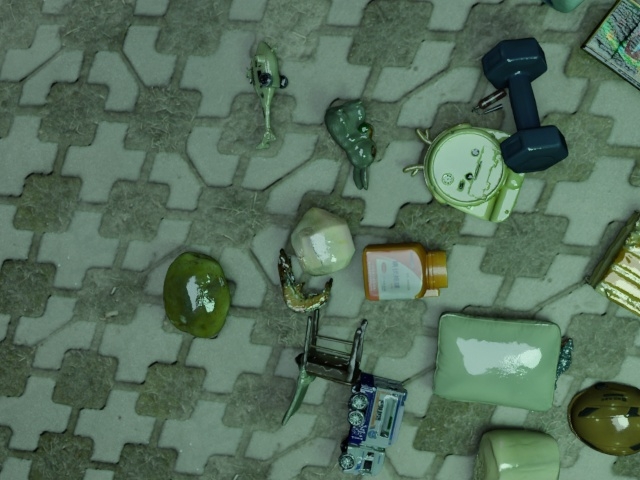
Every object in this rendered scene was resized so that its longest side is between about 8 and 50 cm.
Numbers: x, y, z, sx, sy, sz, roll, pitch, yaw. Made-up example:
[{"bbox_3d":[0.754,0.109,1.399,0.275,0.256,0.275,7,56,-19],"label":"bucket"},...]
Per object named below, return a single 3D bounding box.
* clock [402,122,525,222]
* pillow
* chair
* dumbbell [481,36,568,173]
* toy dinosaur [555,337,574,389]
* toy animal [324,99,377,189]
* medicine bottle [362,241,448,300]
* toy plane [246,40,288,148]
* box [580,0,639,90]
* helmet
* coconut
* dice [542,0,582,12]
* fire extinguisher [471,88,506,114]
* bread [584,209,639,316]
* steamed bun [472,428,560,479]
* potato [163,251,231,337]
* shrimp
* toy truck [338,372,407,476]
[{"bbox_3d":[0.378,-0.192,1.839,0.308,0.096,0.235,18,100,7],"label":"clock"},{"bbox_3d":[0.468,0.325,1.882,0.322,0.120,0.255,6,98,11],"label":"pillow"},{"bbox_3d":[0.014,0.368,1.945,0.186,0.160,0.319,12,96,9],"label":"chair"},{"bbox_3d":[0.499,-0.330,1.720,0.160,0.144,0.325,-7,73,2],"label":"dumbbell"},{"bbox_3d":[0.649,0.331,1.889,0.049,0.055,0.154,17,98,3],"label":"toy dinosaur"},{"bbox_3d":[0.095,-0.262,1.886,0.108,0.138,0.236,-37,119,-25],"label":"toy animal"},{"bbox_3d":[0.229,0.081,1.892,0.222,0.112,0.149,-3,97,10],"label":"medicine bottle"},{"bbox_3d":[-0.151,-0.395,1.906,0.108,0.092,0.286,-3,97,31],"label":"toy plane"},{"bbox_3d":[0.793,-0.474,1.746,0.240,0.071,0.159,36,104,3],"label":"box"},{"bbox_3d":[0.778,0.482,1.851,0.224,0.130,0.198,-6,93,11],"label":"helmet"},{"bbox_3d":[0.000,0.000,1.891,0.170,0.171,0.183,-20,98,11],"label":"coconut"},{"bbox_3d":[0.595,-0.721,1.646,0.268,0.262,0.265,-43,90,11],"label":"dice"},{"bbox_3d":[0.445,-0.356,1.844,0.100,0.032,0.046,-31,126,12],"label":"fire extinguisher"},{"bbox_3d":[0.847,0.077,1.793,0.246,0.111,0.239,30,98,7],"label":"bread"},{"bbox_3d":[0.537,0.598,1.904,0.225,0.170,0.200,1,130,-7],"label":"steamed bun"},{"bbox_3d":[-0.349,0.155,1.981,0.197,0.148,0.228,15,97,-8],"label":"potato"},{"bbox_3d":[-0.042,0.105,1.973,0.147,0.035,0.195,-14,76,-2],"label":"shrimp"},{"bbox_3d":[0.144,0.522,1.962,0.155,0.124,0.268,11,98,3],"label":"toy truck"}]
